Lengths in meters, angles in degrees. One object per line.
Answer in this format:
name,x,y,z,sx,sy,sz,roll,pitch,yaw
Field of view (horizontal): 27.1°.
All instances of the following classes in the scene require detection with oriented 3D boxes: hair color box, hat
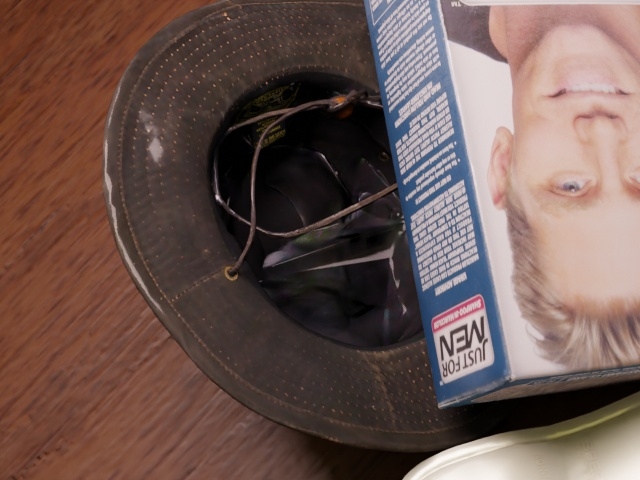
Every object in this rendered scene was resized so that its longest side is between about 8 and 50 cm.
hair color box,0.137,-0.082,0.821,0.174,0.105,0.347,-5,77,-21
hat,0.000,0.000,0.891,0.331,0.134,0.331,9,63,-19

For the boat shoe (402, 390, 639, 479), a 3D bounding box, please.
boat shoe,0.198,0.154,0.799,0.305,0.091,0.109,-13,55,9
